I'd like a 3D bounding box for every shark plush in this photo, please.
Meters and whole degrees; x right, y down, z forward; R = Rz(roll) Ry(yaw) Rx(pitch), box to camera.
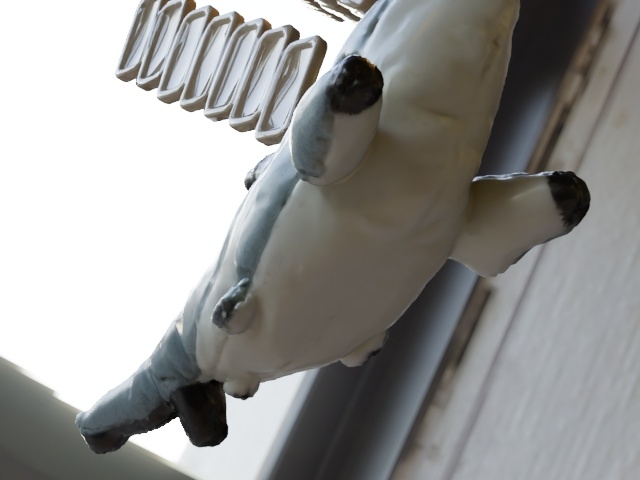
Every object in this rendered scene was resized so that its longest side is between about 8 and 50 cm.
[{"bbox_3d":[0.000,0.000,0.442,0.073,0.067,0.161,14,-53,-26],"label":"shark plush"}]

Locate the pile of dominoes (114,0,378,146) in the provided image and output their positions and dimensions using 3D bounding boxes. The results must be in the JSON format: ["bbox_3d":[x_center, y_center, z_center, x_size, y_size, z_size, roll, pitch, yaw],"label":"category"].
[{"bbox_3d":[-0.016,-0.147,0.994,0.040,0.196,0.251,31,-3,-31],"label":"pile of dominoes"}]
